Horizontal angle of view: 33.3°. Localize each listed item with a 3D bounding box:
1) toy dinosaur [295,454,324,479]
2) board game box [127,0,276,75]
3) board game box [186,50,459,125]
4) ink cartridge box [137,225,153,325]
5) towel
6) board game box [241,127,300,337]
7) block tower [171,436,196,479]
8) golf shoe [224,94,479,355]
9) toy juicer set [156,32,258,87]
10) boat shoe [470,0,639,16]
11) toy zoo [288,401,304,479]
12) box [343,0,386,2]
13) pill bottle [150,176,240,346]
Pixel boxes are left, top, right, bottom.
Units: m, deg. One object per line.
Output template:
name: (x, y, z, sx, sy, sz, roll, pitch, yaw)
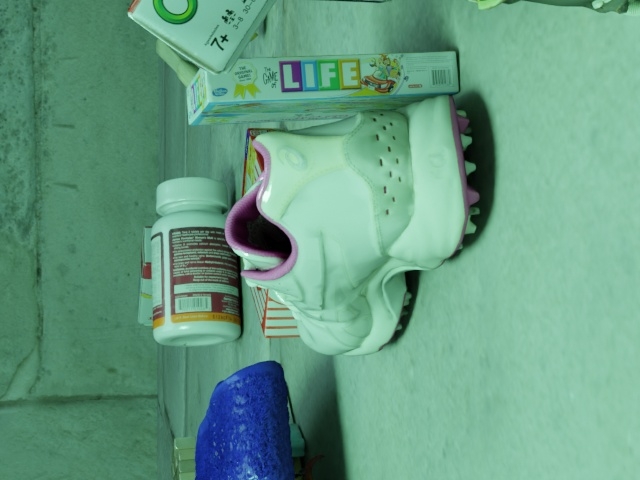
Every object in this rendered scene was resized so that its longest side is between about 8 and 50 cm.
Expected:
toy dinosaur: (-0.015, 0.259, 1.007, 0.082, 0.047, 0.090, 63, 146, 22)
board game box: (0.007, -0.224, 0.527, 0.305, 0.053, 0.193, -56, 15, 4)
board game box: (-0.003, -0.096, 0.682, 0.103, 0.154, 0.026, 172, 93, -76)
ink cartridge box: (-0.215, 0.056, 1.647, 0.175, 0.128, 0.072, 109, 158, -54)
towel: (-0.068, 0.284, 0.930, 0.227, 0.076, 0.308, 108, 158, -57)
board game box: (-0.047, -0.012, 1.111, 0.193, 0.045, 0.146, -114, 26, -59)
block tower: (-0.142, 0.434, 1.437, 0.091, 0.097, 0.335, 112, 152, -58)
golf shoe: (0.000, 0.000, 0.715, 0.306, 0.140, 0.115, 113, 152, -62)
toy juicer set: (-0.118, -0.299, 1.345, 0.209, 0.090, 0.329, 64, 146, 33)
boat shoe: (0.073, -0.169, 0.495, 0.305, 0.091, 0.109, -120, 32, -64)
toy zoo: (-0.055, 0.293, 1.188, 0.293, 0.030, 0.192, 106, 159, -51)
box: (-0.057, -0.348, 0.858, 0.296, 0.183, 0.293, -130, 40, -70)
pill bottle: (-0.175, 0.031, 1.493, 0.121, 0.121, 0.221, 129, 139, -70)
